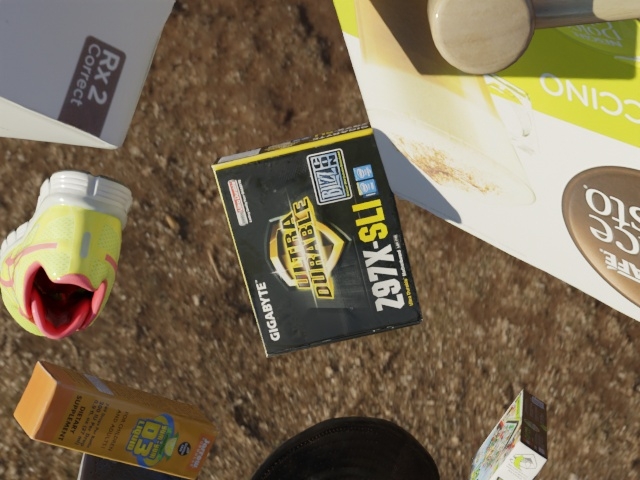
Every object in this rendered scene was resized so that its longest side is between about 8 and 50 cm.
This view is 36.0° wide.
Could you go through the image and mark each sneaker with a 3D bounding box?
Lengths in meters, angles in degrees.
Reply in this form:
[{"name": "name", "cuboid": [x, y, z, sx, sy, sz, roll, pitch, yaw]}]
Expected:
[{"name": "sneaker", "cuboid": [-0.196, 0.035, 0.722, 0.082, 0.208, 0.094, 11, 59, -18]}]

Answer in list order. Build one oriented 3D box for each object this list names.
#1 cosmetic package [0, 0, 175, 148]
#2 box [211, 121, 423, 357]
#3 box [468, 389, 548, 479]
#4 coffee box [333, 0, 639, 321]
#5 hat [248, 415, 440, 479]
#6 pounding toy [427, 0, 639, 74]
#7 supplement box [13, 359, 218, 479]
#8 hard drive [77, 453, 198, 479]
[{"name": "cosmetic package", "cuboid": [-0.170, -0.137, 0.433, 0.184, 0.151, 0.151, 9, 81, 48]}, {"name": "box", "cuboid": [0.000, 0.000, 1.523, 0.257, 0.321, 0.079, -13, 17, 3]}, {"name": "box", "cuboid": [0.211, 0.248, 1.119, 0.036, 0.207, 0.114, 35, 102, 7]}, {"name": "coffee box", "cuboid": [0.242, -0.178, 0.640, 0.338, 0.334, 0.338, -42, 49, -20]}, {"name": "hat", "cuboid": [0.051, 0.303, 0.780, 0.134, 0.331, 0.331, 11, 60, 41]}, {"name": "pounding toy", "cuboid": [0.101, -0.151, 0.329, 0.181, 0.094, 0.206, 35, 107, -17]}, {"name": "supplement box", "cuboid": [-0.242, 0.220, 1.195, 0.080, 0.233, 0.078, 23, 89, 52]}, {"name": "hard drive", "cuboid": [-0.235, 0.375, 1.235, 0.172, 0.054, 0.254, 21, 40, -26]}]
